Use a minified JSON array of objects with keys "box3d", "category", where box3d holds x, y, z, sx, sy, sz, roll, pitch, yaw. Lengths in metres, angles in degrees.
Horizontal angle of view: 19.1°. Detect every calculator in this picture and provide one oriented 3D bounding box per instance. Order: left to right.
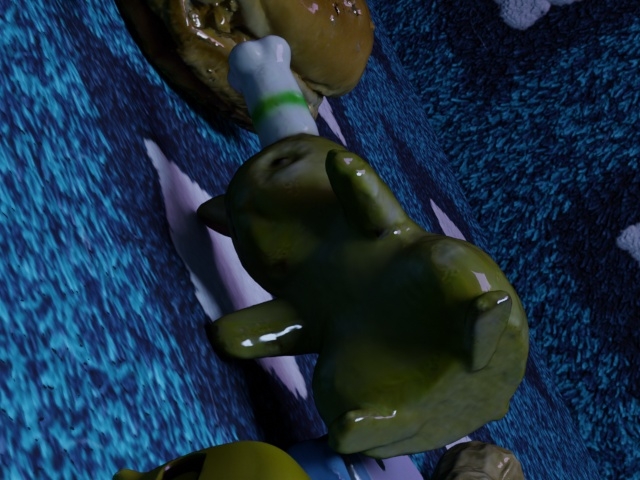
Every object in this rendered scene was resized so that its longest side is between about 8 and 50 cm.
[{"box3d":[0.048,0.225,1.460,0.173,0.051,0.293,63,11,13],"category":"calculator"}]

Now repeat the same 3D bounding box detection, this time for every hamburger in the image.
[{"box3d":[-0.090,-0.252,1.796,0.284,0.174,0.304,23,31,-55],"category":"hamburger"}]

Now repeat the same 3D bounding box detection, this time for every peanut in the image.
[{"box3d":[0.147,0.241,1.785,0.194,0.093,0.083,-67,140,-80],"category":"peanut"}]

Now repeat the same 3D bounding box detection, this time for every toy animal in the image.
[{"box3d":[-0.004,0.004,1.434,0.363,0.181,0.180,44,16,21],"category":"toy animal"}]

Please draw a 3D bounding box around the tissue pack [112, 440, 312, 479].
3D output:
[{"box3d":[-0.049,0.173,0.928,0.127,0.123,0.178,62,10,-14],"category":"tissue pack"}]
